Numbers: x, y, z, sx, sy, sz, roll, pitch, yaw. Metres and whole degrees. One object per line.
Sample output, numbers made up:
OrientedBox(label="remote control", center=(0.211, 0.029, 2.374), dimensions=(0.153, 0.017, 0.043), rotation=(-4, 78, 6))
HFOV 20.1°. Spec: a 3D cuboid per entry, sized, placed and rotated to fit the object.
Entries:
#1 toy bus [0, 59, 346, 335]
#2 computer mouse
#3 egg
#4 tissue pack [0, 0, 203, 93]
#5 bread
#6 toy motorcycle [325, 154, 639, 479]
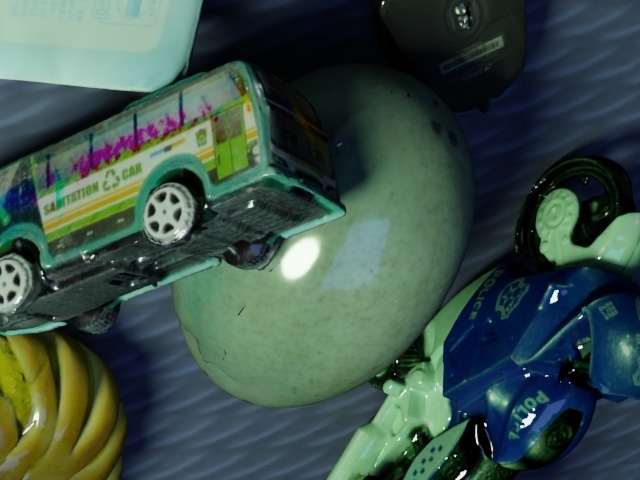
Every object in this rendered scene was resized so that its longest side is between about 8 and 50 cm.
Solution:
OrientedBox(label="toy bus", center=(-0.113, -0.015, 1.036), dimensions=(0.262, 0.109, 0.091), rotation=(-21, 153, 27))
OrientedBox(label="computer mouse", center=(0.079, -0.146, 1.119), dimensions=(0.099, 0.057, 0.172), rotation=(-26, 140, -5))
OrientedBox(label="egg", center=(0.000, 0.000, 1.113), dimensions=(0.169, 0.169, 0.236), rotation=(19, 113, -31))
OrientedBox(label="tissue pack", center=(-0.133, -0.215, 0.965), dimensions=(0.177, 0.089, 0.263), rotation=(3, 124, -21))
OrientedBox(label="bread", center=(-0.218, 0.145, 1.173), dimensions=(0.213, 0.105, 0.213), rotation=(-12, 125, -17))
OrientedBox(label="toy motorcycle", center=(0.126, 0.104, 1.220), dimensions=(0.125, 0.196, 0.331), rotation=(22, 111, -33))
